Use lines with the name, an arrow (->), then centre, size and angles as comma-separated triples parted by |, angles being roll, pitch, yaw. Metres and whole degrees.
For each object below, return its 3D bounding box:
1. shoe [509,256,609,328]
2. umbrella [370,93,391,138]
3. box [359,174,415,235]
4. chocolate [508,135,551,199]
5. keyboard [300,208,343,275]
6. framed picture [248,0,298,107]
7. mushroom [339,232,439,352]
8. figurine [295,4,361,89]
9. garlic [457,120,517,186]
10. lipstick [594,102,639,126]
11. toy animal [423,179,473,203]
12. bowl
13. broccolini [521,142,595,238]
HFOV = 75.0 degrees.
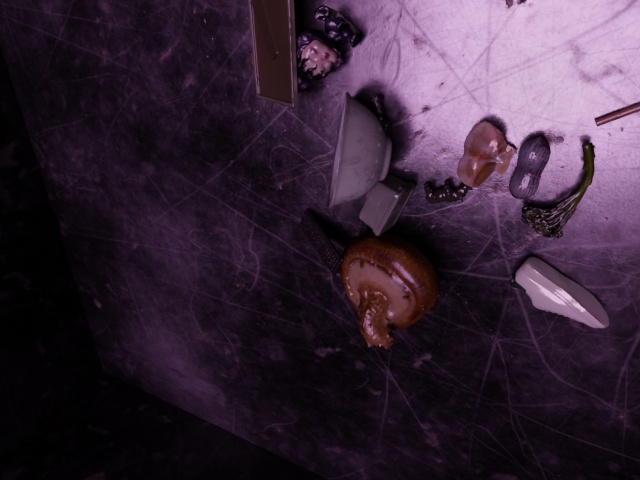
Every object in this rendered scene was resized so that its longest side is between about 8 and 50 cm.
shoe -> 0.656, 0.160, 1.161 | 0.265, 0.095, 0.110 | 42, 133, 8
umbrella -> 0.174, -0.335, 1.168 | 0.037, 0.040, 0.143 | 5, 117, 57
box -> 0.192, -0.111, 1.240 | 0.093, 0.124, 0.172 | 37, 127, 19
chocolate -> 0.525, -0.181, 1.048 | 0.072, 0.072, 0.166 | 18, 126, 19
keyboard -> 0.000, 0.000, 1.381 | 0.250, 0.017, 0.087 | 57, 140, 33
framed picture -> -0.134, -0.548, 1.154 | 0.241, 0.021, 0.323 | 34, 134, 49
mushroom -> 0.198, 0.151, 1.283 | 0.346, 0.260, 0.345 | 25, 136, 27
figurine -> -0.014, -0.515, 1.121 | 0.145, 0.145, 0.222 | 47, 122, -2
garlic -> 0.419, -0.214, 1.075 | 0.124, 0.099, 0.174 | 37, 129, 24
lipstick -> 0.676, -0.285, 0.942 | 0.094, 0.019, 0.018 | -19, 106, 35
toy animal -> 0.360, -0.137, 1.177 | 0.136, 0.047, 0.064 | -6, 118, 29
bowl -> 0.112, -0.232, 1.137 | 0.147, 0.313, 0.313 | 8, 123, -3
broccolini -> 0.594, -0.125, 1.048 | 0.123, 0.062, 0.271 | 10, 127, 6
